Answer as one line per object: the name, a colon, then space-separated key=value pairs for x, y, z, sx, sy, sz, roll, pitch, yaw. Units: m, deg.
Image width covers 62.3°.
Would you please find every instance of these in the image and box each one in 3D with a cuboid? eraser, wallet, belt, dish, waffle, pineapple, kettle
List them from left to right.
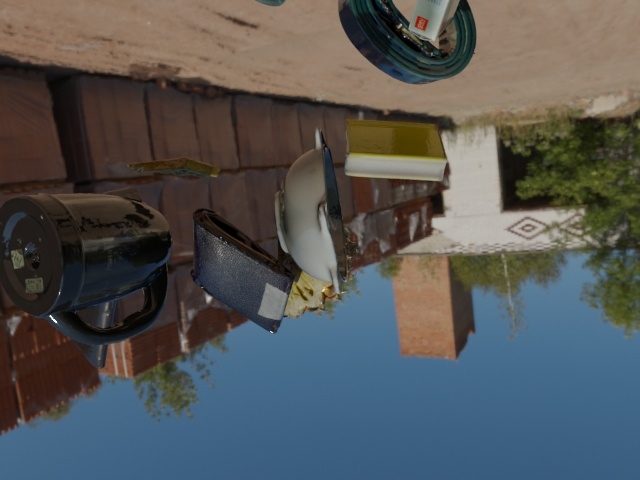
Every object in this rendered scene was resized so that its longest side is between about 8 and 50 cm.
wallet: x=-0.580 y=0.174 z=1.329 sx=0.165 sy=0.310 sz=0.042 roll=36 pitch=-144 yaw=18
kettle: x=-0.439 y=0.050 z=1.091 sx=0.228 sy=0.321 sz=0.324 roll=-15 pitch=179 yaw=32
waffle: x=-0.354 y=-0.172 z=1.278 sx=0.190 sy=0.032 sz=0.125 roll=2 pitch=179 yaw=33
wallet: x=-0.177 y=0.069 z=1.163 sx=0.262 sy=0.221 sz=0.071 roll=35 pitch=-131 yaw=15
dish: x=-0.020 y=-0.042 z=0.763 sx=0.086 sy=0.228 sz=0.236 roll=-8 pitch=-147 yaw=7
pineapple: x=0.033 y=0.021 z=1.375 sx=0.208 sy=0.345 sz=0.286 roll=4 pitch=-171 yaw=23
eraser: x=0.164 y=-0.205 z=1.186 sx=0.225 sy=0.069 sz=0.158 roll=3 pitch=-140 yaw=-2
belt: x=0.259 y=-0.661 z=1.582 sx=0.436 sy=0.300 sz=0.173 roll=35 pitch=-179 yaw=-19

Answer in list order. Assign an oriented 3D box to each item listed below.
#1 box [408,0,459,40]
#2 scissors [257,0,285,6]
box: x=0.299 y=-0.625 z=1.252 sx=0.079 sy=0.269 sz=0.135 roll=28 pitch=-130 yaw=12
scissors: x=-0.046 y=-0.373 z=0.752 sx=0.289 sy=0.041 sz=0.138 roll=30 pitch=180 yaw=40
